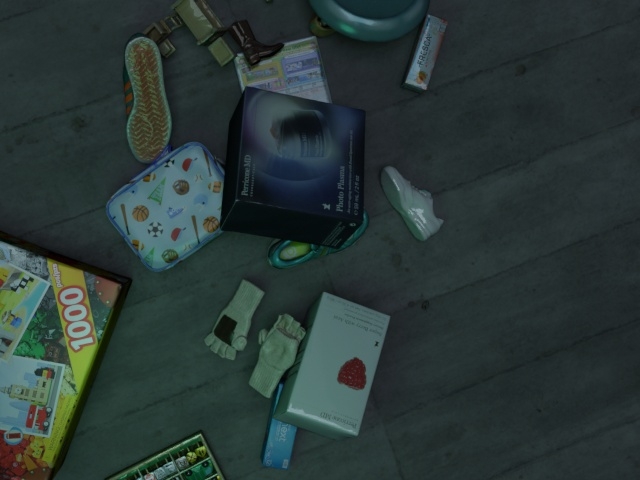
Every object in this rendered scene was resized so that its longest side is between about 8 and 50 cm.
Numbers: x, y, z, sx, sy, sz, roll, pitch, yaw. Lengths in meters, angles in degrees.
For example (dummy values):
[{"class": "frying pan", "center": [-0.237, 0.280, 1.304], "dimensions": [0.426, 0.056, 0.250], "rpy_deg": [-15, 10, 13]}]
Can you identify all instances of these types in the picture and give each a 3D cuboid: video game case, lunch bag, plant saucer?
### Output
[{"class": "video game case", "center": [-0.091, -0.387, 1.884], "dimensions": [0.213, 0.023, 0.193], "rpy_deg": [-14, 94, -5]}, {"class": "lunch bag", "center": [-0.342, -0.088, 1.824], "dimensions": [0.303, 0.115, 0.243], "rpy_deg": [-36, 93, -3]}, {"class": "plant saucer", "center": [0.118, -0.625, 1.835], "dimensions": [0.318, 0.043, 0.317], "rpy_deg": [4, 71, -11]}]

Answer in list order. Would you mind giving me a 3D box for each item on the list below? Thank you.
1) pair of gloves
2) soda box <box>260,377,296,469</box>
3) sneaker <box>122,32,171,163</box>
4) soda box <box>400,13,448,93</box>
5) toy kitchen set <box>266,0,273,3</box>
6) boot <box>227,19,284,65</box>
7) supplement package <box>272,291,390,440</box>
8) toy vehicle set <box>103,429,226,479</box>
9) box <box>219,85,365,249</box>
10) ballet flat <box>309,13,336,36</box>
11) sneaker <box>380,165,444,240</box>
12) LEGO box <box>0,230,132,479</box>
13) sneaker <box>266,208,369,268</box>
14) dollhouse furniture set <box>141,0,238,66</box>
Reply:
[{"class": "pair of gloves", "center": [-0.157, 0.233, 1.826], "dimensions": [0.240, 0.042, 0.204], "rpy_deg": [39, 105, 26]}, {"class": "soda box", "center": [-0.094, 0.452, 1.889], "dimensions": [0.067, 0.071, 0.210], "rpy_deg": [12, 91, -9]}, {"class": "sneaker", "center": [-0.413, -0.340, 1.817], "dimensions": [0.108, 0.121, 0.302], "rpy_deg": [-3, 113, -14]}, {"class": "soda box", "center": [0.258, -0.464, 1.900], "dimensions": [0.058, 0.063, 0.183], "rpy_deg": [19, 89, -6]}, {"class": "toy kitchen set", "center": [-0.163, -0.612, 1.845], "dimensions": [0.083, 0.068, 0.075], "rpy_deg": [-15, 94, -5]}, {"class": "boot", "center": [-0.156, -0.492, 1.841], "dimensions": [0.106, 0.037, 0.114], "rpy_deg": [-31, 90, -19]}, {"class": "supplement package", "center": [0.026, 0.301, 1.799], "dimensions": [0.178, 0.175, 0.292], "rpy_deg": [20, 68, -7]}, {"class": "toy vehicle set", "center": [-0.378, 0.603, 1.881], "dimensions": [0.267, 0.035, 0.165], "rpy_deg": [-27, 95, -5]}, {"class": "box", "center": [-0.062, -0.162, 1.748], "dimensions": [0.294, 0.182, 0.296], "rpy_deg": [8, 66, -15]}, {"class": "ballet flat", "center": [0.083, -0.564, 1.872], "dimensions": [0.232, 0.073, 0.080], "rpy_deg": [-28, 95, -5]}, {"class": "sneaker", "center": [0.232, -0.108, 1.913], "dimensions": [0.094, 0.080, 0.212], "rpy_deg": [-36, 103, -16]}, {"class": "LEGO box", "center": [-0.704, 0.260, 1.753], "dimensions": [0.373, 0.193, 0.499], "rpy_deg": [20, 90, -7]}, {"class": "sneaker", "center": [0.000, 0.000, 1.865], "dimensions": [0.275, 0.110, 0.107], "rpy_deg": [-28, 95, -5]}, {"class": "dollhouse furniture set", "center": [-0.305, -0.474, 1.841], "dimensions": [0.161, 0.101, 0.181], "rpy_deg": [-34, 96, 20]}]
